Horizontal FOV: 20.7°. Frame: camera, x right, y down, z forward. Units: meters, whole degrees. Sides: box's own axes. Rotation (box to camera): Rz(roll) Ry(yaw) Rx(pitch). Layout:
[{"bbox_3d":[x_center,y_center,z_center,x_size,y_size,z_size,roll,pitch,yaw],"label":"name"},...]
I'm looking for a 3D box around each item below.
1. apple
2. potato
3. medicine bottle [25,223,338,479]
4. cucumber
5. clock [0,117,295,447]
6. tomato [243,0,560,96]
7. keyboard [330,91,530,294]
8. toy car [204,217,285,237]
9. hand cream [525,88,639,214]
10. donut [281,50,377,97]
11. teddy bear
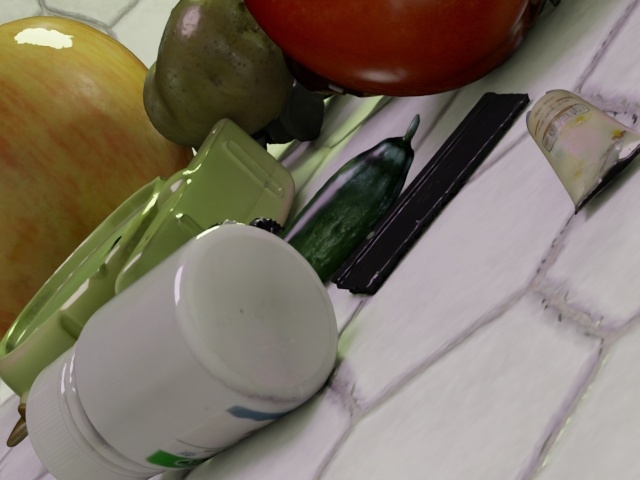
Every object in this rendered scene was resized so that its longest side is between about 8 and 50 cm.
[{"bbox_3d":[-0.323,-0.061,1.967,0.391,0.346,0.391,-39,8,6],"label":"apple"},{"bbox_3d":[-0.107,-0.164,1.741,0.194,0.157,0.157,-41,13,46],"label":"potato"},{"bbox_3d":[-0.105,0.094,1.247,0.237,0.139,0.139,-37,16,44],"label":"medicine bottle"},{"bbox_3d":[0.000,0.000,1.374,0.250,0.056,0.056,-48,13,5],"label":"cucumber"},{"bbox_3d":[-0.187,0.060,1.651,0.348,0.117,0.286,-39,15,33],"label":"clock"},{"bbox_3d":[0.072,-0.286,1.415,0.293,0.290,0.325,-40,-34,-58],"label":"tomato"},{"bbox_3d":[0.083,-0.036,1.293,0.195,0.018,0.060,-50,20,-12],"label":"keyboard"},{"bbox_3d":[-0.087,0.052,1.438,0.170,0.080,0.070,-52,15,-22],"label":"toy car"},{"bbox_3d":[0.159,-0.059,1.079,0.061,0.039,0.143,-44,18,7],"label":"hand cream"},{"bbox_3d":[0.057,-0.248,1.676,0.230,0.096,0.216,-39,-35,-37],"label":"donut"},{"bbox_3d":[-0.049,-0.163,1.878,0.251,0.144,0.171,-20,61,33],"label":"teddy bear"}]
